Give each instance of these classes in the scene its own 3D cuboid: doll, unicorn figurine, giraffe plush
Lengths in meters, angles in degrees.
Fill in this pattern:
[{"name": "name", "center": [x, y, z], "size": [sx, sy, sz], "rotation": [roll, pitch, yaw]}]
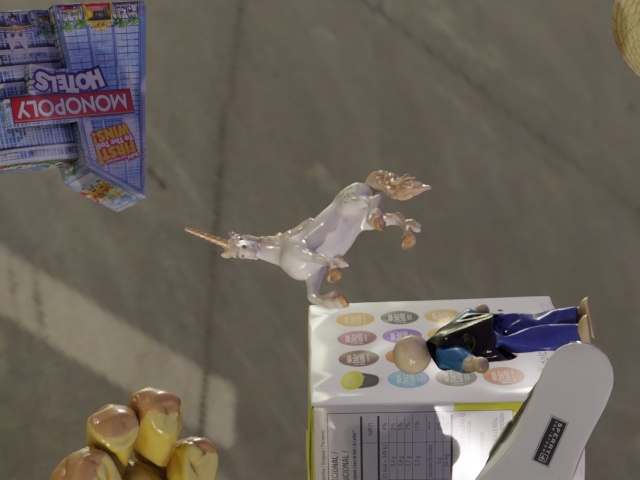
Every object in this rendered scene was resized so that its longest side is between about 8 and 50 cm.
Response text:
[{"name": "doll", "center": [0.158, 0.093, 1.649], "size": [0.129, 0.189, 0.046], "rotation": [-67, 146, -64]}, {"name": "unicorn figurine", "center": [0.000, 0.000, 1.314], "size": [0.111, 0.162, 0.060], "rotation": [39, -28, 53]}, {"name": "giraffe plush", "center": [-0.216, 0.273, 1.889], "size": [0.181, 0.170, 0.210], "rotation": [-26, 100, -40]}]

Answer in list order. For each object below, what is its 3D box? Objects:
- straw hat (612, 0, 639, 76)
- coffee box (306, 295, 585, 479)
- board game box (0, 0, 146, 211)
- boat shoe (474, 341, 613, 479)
[{"name": "straw hat", "center": [0.269, -0.128, 1.255], "size": [0.144, 0.144, 0.061], "rotation": [42, 48, -15]}, {"name": "coffee box", "center": [0.150, 0.290, 2.270], "size": [0.338, 0.334, 0.338], "rotation": [-91, 180, -71]}, {"name": "board game box", "center": [-0.239, -0.121, 1.662], "size": [0.194, 0.060, 0.194], "rotation": [-9, 82, -36]}, {"name": "boat shoe", "center": [0.177, 0.186, 1.463], "size": [0.077, 0.219, 0.070], "rotation": [31, -3, 8]}]
